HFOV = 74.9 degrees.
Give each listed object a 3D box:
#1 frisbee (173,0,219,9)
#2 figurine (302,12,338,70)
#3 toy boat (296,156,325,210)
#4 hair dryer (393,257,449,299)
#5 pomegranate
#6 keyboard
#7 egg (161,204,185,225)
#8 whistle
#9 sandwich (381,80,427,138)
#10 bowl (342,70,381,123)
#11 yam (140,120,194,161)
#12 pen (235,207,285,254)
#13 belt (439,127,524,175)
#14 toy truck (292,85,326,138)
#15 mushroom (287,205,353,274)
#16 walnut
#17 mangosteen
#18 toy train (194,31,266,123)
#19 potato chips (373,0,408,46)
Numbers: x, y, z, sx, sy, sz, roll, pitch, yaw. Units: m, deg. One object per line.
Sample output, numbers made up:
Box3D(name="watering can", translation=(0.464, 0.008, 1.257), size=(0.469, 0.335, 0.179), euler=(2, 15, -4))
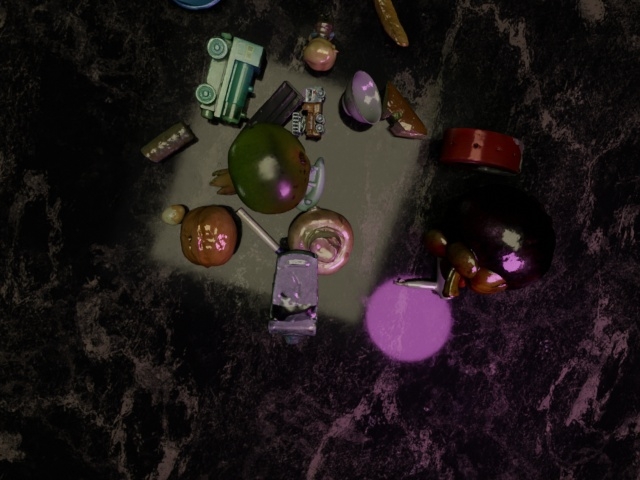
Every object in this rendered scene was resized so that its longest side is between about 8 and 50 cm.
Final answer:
Box3D(name="frisbee", translation=(-0.431, -0.910, 1.428), size=(0.243, 0.045, 0.241), euler=(0, 96, -4))
Box3D(name="figurine", translation=(0.002, -0.698, 1.471), size=(0.114, 0.108, 0.195), euler=(7, 78, -15))
Box3D(name="toy boat", translation=(-0.045, -0.207, 1.505), size=(0.134, 0.079, 0.207), euler=(11, 94, -30))
Box3D(name="hair dryer", translation=(0.398, 0.131, 1.614), size=(0.238, 0.075, 0.206), euler=(-8, 90, 4))
Box3D(name="pomegranate", translation=(-0.220, -0.226, 1.394), size=(0.359, 0.216, 0.309), euler=(-12, 97, 18))
Box3D(name="keyboard", translation=(-0.217, -0.395, 1.493), size=(0.103, 0.041, 0.381), euler=(45, 100, -6))
Box3D(name="egg", translation=(-0.526, -0.093, 1.501), size=(0.071, 0.071, 0.083), euler=(44, 88, -8))
Box3D(name="whistle", translation=(-0.092, 0.208, 1.454), size=(0.168, 0.404, 0.188), euler=(3, 55, -4))
Box3D(name="sandwich", translation=(0.287, -0.452, 1.514), size=(0.088, 0.090, 0.244), euler=(-38, 98, -2))
Box3D(name="bowl", translation=(0.133, -0.495, 1.484), size=(0.086, 0.189, 0.188), euler=(-9, 99, 38))
Box3D(name="yam", translation=(-0.536, -0.344, 1.469), size=(0.179, 0.078, 0.078), euler=(-35, 98, 0))
Box3D(name="pen", translation=(-0.212, -0.018, 1.552), size=(0.033, 0.033, 0.269), euler=(-44, 98, 1))
Box3D(name="belt", translation=(0.578, -0.313, 1.488), size=(0.324, 0.227, 0.115), euler=(8, 96, -25))
Box3D(name="toy truck", translation=(-0.039, -0.460, 1.496), size=(0.115, 0.080, 0.177), euler=(4, 98, 5))
Box3D(name="mushroom", translation=(0.000, 0.000, 1.500), size=(0.255, 0.184, 0.254), euler=(1, 108, 3))
Box3D(name="walnut", translation=(-0.391, -0.012, 1.464), size=(0.196, 0.195, 0.221), euler=(5, 97, -5))
Box3D(name="mangosteen", translation=(0.580, 0.014, 1.464), size=(0.435, 0.382, 0.382), euler=(-35, 98, 15))
Box3D(name="toy train", translation=(-0.314, -0.553, 1.445), size=(0.194, 0.120, 0.297), euler=(15, 95, -11))
Box3D(name="potato chips", translation=(0.219, -0.870, 1.471), size=(0.057, 0.080, 0.406), euler=(-20, 96, -19))
